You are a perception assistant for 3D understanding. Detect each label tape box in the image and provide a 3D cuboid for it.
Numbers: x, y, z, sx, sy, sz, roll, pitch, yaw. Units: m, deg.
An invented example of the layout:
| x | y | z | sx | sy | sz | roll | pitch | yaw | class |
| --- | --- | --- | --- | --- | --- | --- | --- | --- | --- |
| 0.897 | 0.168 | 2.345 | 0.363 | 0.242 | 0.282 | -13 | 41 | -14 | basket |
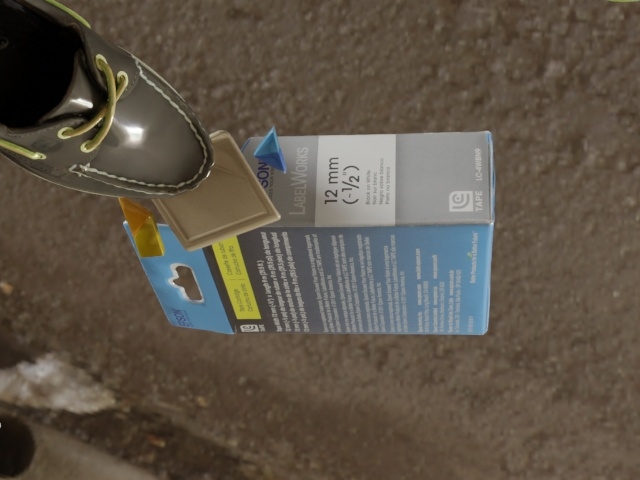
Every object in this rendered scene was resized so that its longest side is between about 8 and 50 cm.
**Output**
| x | y | z | sx | sy | sz | roll | pitch | yaw | class |
| --- | --- | --- | --- | --- | --- | --- | --- | --- | --- |
| 0.000 | 0.000 | 1.233 | 0.347 | 0.115 | 0.249 | 1 | 151 | 6 | label tape box |

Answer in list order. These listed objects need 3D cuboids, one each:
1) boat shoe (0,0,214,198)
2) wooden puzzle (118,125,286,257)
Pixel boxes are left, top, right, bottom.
| x | y | z | sx | sy | sz | roll | pitch | yaw | class |
| --- | --- | --- | --- | --- | --- | --- | --- | --- | --- |
| -0.140 | -0.075 | 0.591 | 0.227 | 0.081 | 0.068 | 27 | 178 | -35 | boat shoe |
| -0.069 | -0.029 | 0.723 | 0.116 | 0.014 | 0.079 | -13 | 126 | 17 | wooden puzzle |
